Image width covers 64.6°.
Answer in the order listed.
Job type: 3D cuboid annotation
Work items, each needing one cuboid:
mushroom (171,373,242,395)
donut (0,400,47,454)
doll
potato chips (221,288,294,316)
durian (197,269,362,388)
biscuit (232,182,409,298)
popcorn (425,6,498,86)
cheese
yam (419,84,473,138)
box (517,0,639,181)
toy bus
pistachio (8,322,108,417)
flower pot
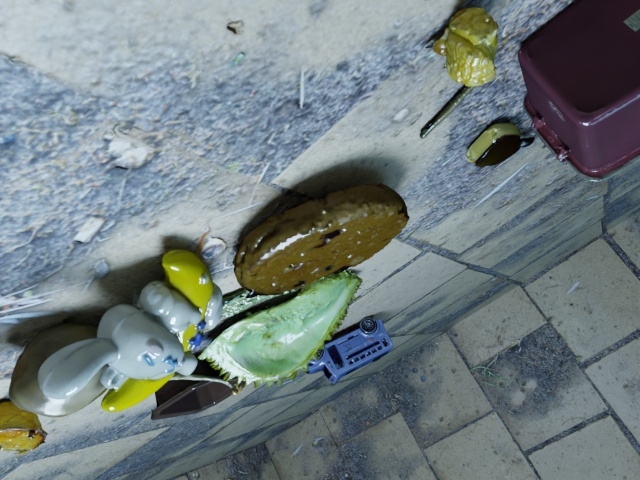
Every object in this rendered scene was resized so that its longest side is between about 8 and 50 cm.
[{"bbox_3d":[-0.284,0.275,1.008,0.286,0.028,0.025,21,93,-29],"label":"mushroom"},{"bbox_3d":[-0.554,0.320,0.835,0.181,0.078,0.146,-4,147,-35],"label":"donut"},{"bbox_3d":[-0.228,0.130,0.693,0.237,0.111,0.252,-51,162,-19],"label":"doll"},{"bbox_3d":[-0.127,0.112,0.959,0.208,0.028,0.092,-18,157,-21],"label":"potato chips"},{"bbox_3d":[-0.075,0.178,1.123,0.394,0.163,0.198,-29,120,-12],"label":"durian"},{"bbox_3d":[-0.001,-0.001,0.804,0.296,0.075,0.296,-23,162,-8],"label":"biscuit"},{"bbox_3d":[0.154,-0.212,0.554,0.084,0.084,0.084,-25,158,-11],"label":"popcorn"},{"bbox_3d":[0.328,-0.171,0.890,0.162,0.036,0.086,-11,149,-38],"label":"cheese"},{"bbox_3d":[0.177,-0.182,0.710,0.014,0.014,0.107,-4,147,-47],"label":"yam"},{"bbox_3d":[0.414,-0.240,0.658,0.294,0.193,0.167,-37,149,19],"label":"box"},{"bbox_3d":[0.080,0.363,1.623,0.292,0.133,0.125,-22,158,-17],"label":"toy bus"},{"bbox_3d":[-0.346,0.179,0.710,0.124,0.124,0.185,-38,163,20],"label":"pistachio"},{"bbox_3d":[-0.281,0.328,1.173,0.179,0.084,0.251,-34,159,10],"label":"flower pot"}]
